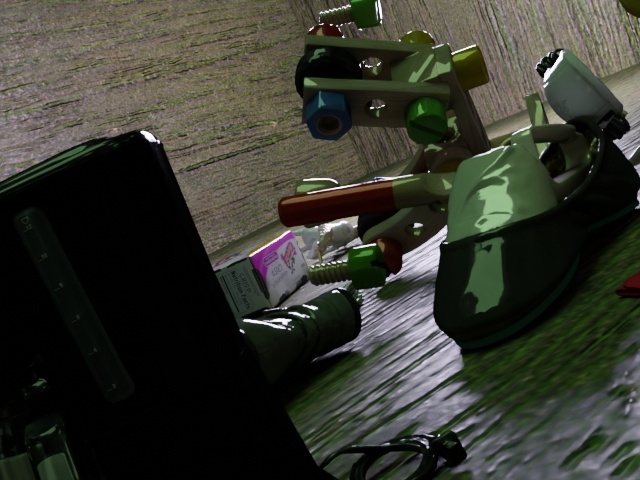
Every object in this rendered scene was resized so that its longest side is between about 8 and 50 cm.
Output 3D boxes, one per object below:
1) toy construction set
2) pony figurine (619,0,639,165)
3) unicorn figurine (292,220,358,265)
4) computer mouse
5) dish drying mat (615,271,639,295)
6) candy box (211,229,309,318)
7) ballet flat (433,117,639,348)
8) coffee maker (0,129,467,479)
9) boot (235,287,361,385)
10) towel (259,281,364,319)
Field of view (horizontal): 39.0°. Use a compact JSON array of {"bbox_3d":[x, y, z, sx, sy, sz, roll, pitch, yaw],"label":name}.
[{"bbox_3d":[0.113,-0.081,0.786,0.237,0.258,0.309,-9,22,16],"label":"toy construction set"},{"bbox_3d":[0.347,-0.213,0.651,0.351,0.303,0.363,-51,-17,7],"label":"pony figurine"},{"bbox_3d":[0.000,0.000,1.266,0.111,0.060,0.162,-21,6,43],"label":"unicorn figurine"},{"bbox_3d":[0.218,-0.124,0.769,0.042,0.106,0.193,-44,-8,19],"label":"computer mouse"},{"bbox_3d":[0.201,0.009,0.492,0.083,0.008,0.032,-26,6,-18],"label":"dish drying mat"},{"bbox_3d":[-0.145,0.073,1.135,0.233,0.071,0.159,-22,5,19],"label":"candy box"},{"bbox_3d":[0.139,-0.023,0.618,0.095,0.096,0.280,-21,7,37],"label":"ballet flat"},{"bbox_3d":[-0.064,0.049,0.367,0.171,0.178,0.120,-27,6,-28],"label":"coffee maker"},{"bbox_3d":[-0.096,0.103,0.677,0.246,0.084,0.161,-19,-4,33],"label":"boot"},{"bbox_3d":[-0.045,0.083,0.823,0.152,0.023,0.113,-22,5,33],"label":"towel"}]
